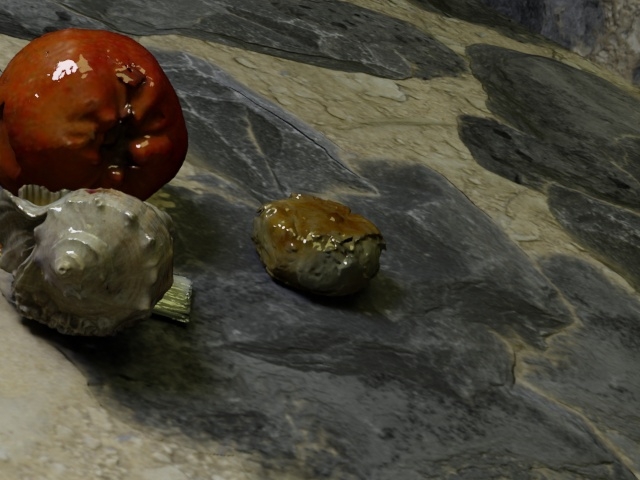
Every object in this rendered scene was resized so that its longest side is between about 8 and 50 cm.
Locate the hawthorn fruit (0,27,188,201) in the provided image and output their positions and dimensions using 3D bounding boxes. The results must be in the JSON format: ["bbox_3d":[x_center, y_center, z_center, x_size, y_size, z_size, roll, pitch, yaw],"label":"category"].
[{"bbox_3d":[-0.257,-0.130,1.510,0.211,0.211,0.299,12,13,-20],"label":"hawthorn fruit"}]

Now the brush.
[{"bbox_3d":[-0.278,0.020,1.393,0.314,0.017,0.090,16,22,-11],"label":"brush"}]

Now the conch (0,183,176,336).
[{"bbox_3d":[-0.214,0.001,1.308,0.178,0.163,0.245,42,17,0],"label":"conch"}]

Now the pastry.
[{"bbox_3d":[-0.003,0.004,1.570,0.153,0.081,0.153,9,22,-4],"label":"pastry"}]
